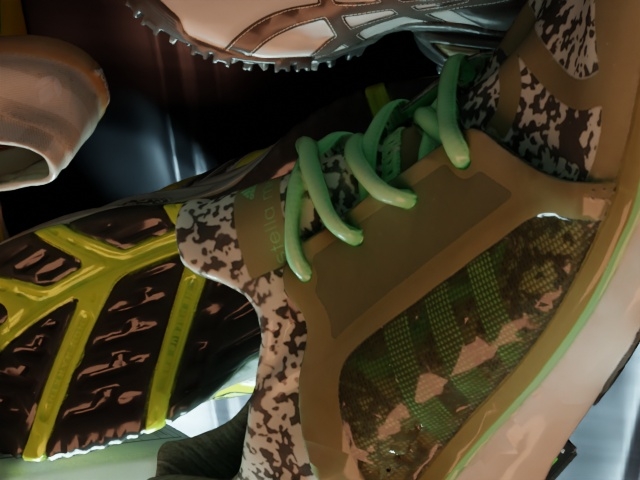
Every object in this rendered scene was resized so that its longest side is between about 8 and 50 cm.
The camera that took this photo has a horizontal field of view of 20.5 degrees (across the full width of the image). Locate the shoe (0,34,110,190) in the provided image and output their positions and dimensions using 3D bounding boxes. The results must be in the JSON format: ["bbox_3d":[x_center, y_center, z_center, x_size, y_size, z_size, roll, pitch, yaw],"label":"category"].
[{"bbox_3d":[-0.200,-0.047,0.758,0.219,0.058,0.076,-3,143,16],"label":"shoe"}]

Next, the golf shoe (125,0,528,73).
[{"bbox_3d":[0.018,-0.122,0.746,0.198,0.077,0.094,2,135,-4],"label":"golf shoe"}]

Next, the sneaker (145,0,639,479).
[{"bbox_3d":[0.033,0.003,0.711,0.182,0.158,0.410,20,115,-2],"label":"sneaker"}]

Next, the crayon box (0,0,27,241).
[{"bbox_3d":[-0.246,-0.134,0.771,0.203,0.083,0.323,6,144,4],"label":"crayon box"}]

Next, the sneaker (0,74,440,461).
[{"bbox_3d":[0.000,0.000,0.885,0.385,0.147,0.145,-12,96,8],"label":"sneaker"}]

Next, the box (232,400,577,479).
[{"bbox_3d":[0.030,0.142,1.045,0.191,0.045,0.184,37,96,-33],"label":"box"}]

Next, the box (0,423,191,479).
[{"bbox_3d":[-0.199,0.141,0.955,0.148,0.121,0.311,25,-175,20],"label":"box"}]
